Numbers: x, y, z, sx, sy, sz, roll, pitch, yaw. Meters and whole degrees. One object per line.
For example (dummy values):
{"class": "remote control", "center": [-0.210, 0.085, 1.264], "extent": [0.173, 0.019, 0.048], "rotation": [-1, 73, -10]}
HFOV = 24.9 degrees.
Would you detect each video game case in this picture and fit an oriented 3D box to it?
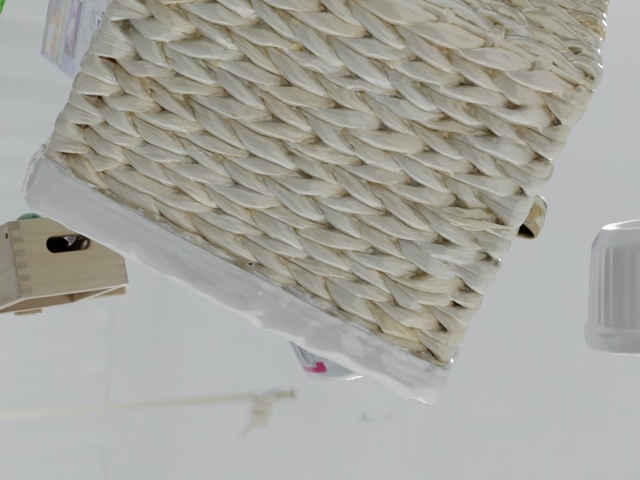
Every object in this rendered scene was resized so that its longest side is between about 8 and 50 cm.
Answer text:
{"class": "video game case", "center": [-0.207, -0.289, 1.465], "extent": [0.244, 0.061, 0.270], "rotation": [36, -62, 59]}

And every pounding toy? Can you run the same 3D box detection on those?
{"class": "pounding toy", "center": [-0.297, 0.025, 1.603], "extent": [0.206, 0.181, 0.094], "rotation": [-18, -99, 53]}

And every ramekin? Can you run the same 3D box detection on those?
{"class": "ramekin", "center": [0.405, 0.037, 1.515], "extent": [0.273, 0.272, 0.127], "rotation": [-2, -85, 56]}

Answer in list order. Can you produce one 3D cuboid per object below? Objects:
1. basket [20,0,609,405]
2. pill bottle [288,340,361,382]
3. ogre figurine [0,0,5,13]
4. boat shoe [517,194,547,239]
{"class": "basket", "center": [0.012, -0.117, 1.062], "extent": [0.328, 0.331, 0.266], "rotation": [-62, 178, -64]}
{"class": "pill bottle", "center": [0.000, 0.000, 1.611], "extent": [0.160, 0.160, 0.283], "rotation": [-2, -63, 56]}
{"class": "ogre figurine", "center": [-0.350, -0.198, 1.222], "extent": [0.097, 0.197, 0.118], "rotation": [125, -43, -52]}
{"class": "boat shoe", "center": [0.208, -0.052, 1.934], "extent": [0.068, 0.190, 0.072], "rotation": [103, 6, -47]}
